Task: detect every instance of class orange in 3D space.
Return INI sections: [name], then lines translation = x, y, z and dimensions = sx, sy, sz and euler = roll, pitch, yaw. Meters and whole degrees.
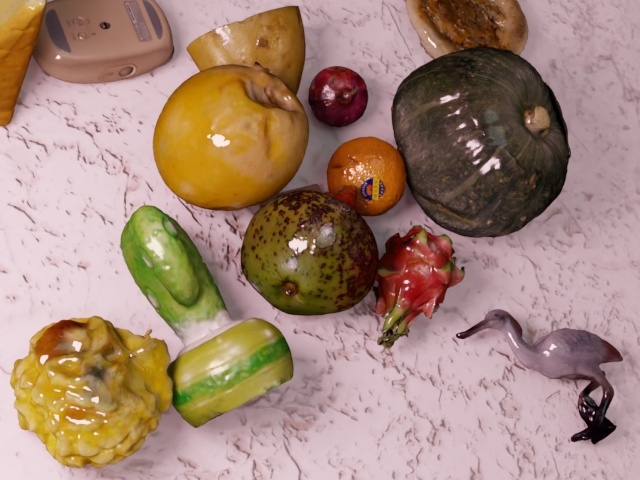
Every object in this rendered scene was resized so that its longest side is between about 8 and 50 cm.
[orange]
translation = 0.075, -0.109, 1.828
dimensions = 0.136, 0.135, 0.117
euler = 14, 28, -19

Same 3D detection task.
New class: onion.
[onion]
translation = 0.033, -0.248, 1.890
dimensions = 0.107, 0.097, 0.107
euler = 1, 87, -19

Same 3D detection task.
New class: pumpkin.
[pumpkin]
translation = 0.279, -0.169, 1.878
dimensions = 0.292, 0.257, 0.327
euler = -20, 85, -45

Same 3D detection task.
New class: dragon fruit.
[dragon fruit]
translation = 0.136, 0.072, 1.767
dimensions = 0.137, 0.135, 0.236
euler = 45, 59, -5

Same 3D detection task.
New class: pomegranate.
[pomegranate]
translation = 0.000, 0.000, 1.694
dimensions = 0.214, 0.214, 0.248
euler = 39, 51, -5

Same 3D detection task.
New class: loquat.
[loquat]
translation = -0.139, -0.149, 1.673
dimensions = 0.244, 0.244, 0.243
euler = 10, 63, -21

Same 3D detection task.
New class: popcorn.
[popcorn]
translation = -0.305, 0.201, 1.473
dimensions = 0.189, 0.169, 0.218
euler = -25, 61, -39

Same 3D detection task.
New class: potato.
[potato]
translation = -0.100, -0.282, 1.808
dimensions = 0.203, 0.178, 0.158
euler = -30, 97, -51

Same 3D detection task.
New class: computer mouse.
[computer mouse]
translation = -0.350, -0.321, 1.746
dimensions = 0.237, 0.082, 0.145
euler = -17, 75, -33

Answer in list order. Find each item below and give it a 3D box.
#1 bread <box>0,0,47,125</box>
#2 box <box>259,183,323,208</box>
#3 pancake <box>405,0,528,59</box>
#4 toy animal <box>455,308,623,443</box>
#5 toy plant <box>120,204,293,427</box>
[bread]
translation = -0.504, -0.340, 1.516
dimensions = 0.245, 0.362, 0.233
euler = 2, 67, -28
[box]
translation = -0.045, -0.059, 1.805
dimensions = 0.115, 0.025, 0.048
euler = -16, 70, -31
[pancake]
translation = 0.278, -0.432, 2.121
dimensions = 0.282, 0.049, 0.282
euler = 10, 60, -19
[toy animal]
translation = 0.400, 0.197, 1.859
dimensions = 0.324, 0.090, 0.195
euler = 43, 56, -4
[toy plant]
translation = -0.179, 0.093, 1.567
dimensions = 0.184, 0.224, 0.315
euler = -27, 86, -6
